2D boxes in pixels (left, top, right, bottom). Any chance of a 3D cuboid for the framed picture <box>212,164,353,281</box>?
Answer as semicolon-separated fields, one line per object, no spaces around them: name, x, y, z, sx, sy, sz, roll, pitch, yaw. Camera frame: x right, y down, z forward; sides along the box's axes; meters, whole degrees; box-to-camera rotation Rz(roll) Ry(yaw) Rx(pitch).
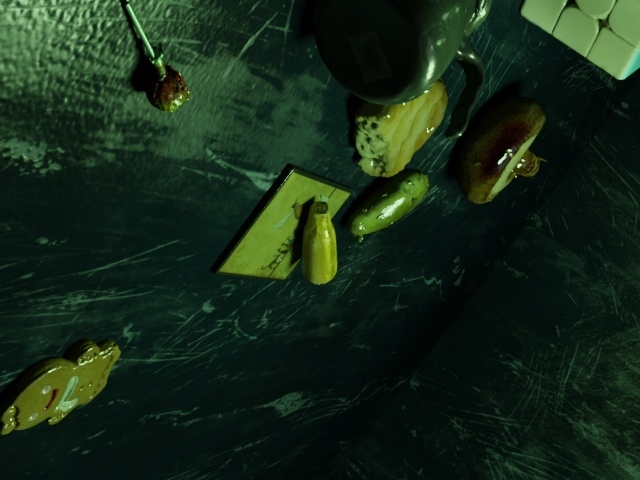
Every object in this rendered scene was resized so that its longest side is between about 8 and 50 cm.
framed picture;-0.066;-0.024;2.062;0.255;0.014;0.339;-53;160;9

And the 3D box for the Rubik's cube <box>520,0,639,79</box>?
Rubik's cube;0.659;-0.575;2.215;0.290;0.291;0.291;-35;154;-36

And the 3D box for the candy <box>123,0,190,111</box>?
candy;-0.218;-0.238;1.328;0.060;0.060;0.201;-44;152;-16

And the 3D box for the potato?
potato;0.152;-0.084;2.308;0.225;0.090;0.117;-36;163;-16

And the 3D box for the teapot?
teapot;0.178;-0.342;1.631;0.285;0.305;0.223;-44;176;-38

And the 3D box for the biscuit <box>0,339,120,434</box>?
biscuit;-0.439;0.248;1.731;0.249;0.035;0.184;-13;139;-58

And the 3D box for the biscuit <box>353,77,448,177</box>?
biscuit;0.155;-0.243;2.029;0.213;0.091;0.274;-40;157;-18

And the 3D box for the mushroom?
mushroom;0.455;-0.228;2.600;0.297;0.163;0.278;-55;151;14

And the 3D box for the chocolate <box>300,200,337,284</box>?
chocolate;0.000;0.000;2.116;0.086;0.086;0.219;-40;154;-26
